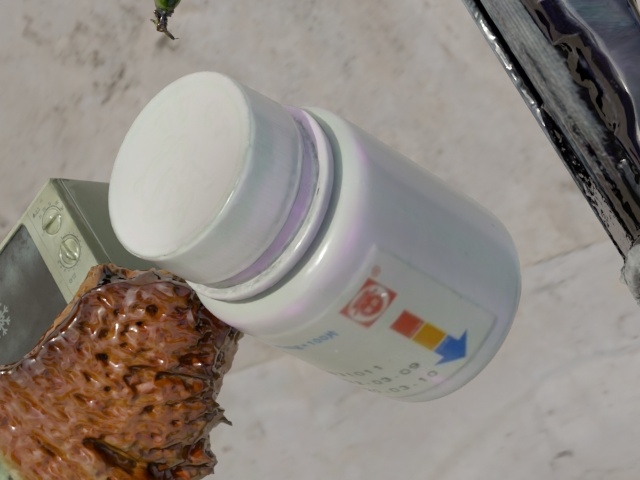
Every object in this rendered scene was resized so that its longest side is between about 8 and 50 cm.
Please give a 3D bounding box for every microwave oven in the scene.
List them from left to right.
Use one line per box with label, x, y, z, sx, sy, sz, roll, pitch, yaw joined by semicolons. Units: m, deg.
microwave oven;-0.230;0.075;1.640;0.194;0.240;0.145;7;41;-48

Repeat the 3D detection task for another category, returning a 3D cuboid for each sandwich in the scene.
sandwich;-0.182;0.131;1.417;0.250;0.162;0.301;44;88;-8

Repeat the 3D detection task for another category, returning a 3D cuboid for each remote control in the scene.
remote control;0.105;-0.053;0.649;0.066;0.090;0.266;-26;78;11

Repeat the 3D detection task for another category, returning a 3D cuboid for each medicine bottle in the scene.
medicine bottle;0.000;0.000;1.216;0.293;0.170;0.170;28;63;-43

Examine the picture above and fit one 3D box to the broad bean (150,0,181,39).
broad bean;-0.100;-0.306;1.723;0.069;0.039;0.227;40;99;-15
